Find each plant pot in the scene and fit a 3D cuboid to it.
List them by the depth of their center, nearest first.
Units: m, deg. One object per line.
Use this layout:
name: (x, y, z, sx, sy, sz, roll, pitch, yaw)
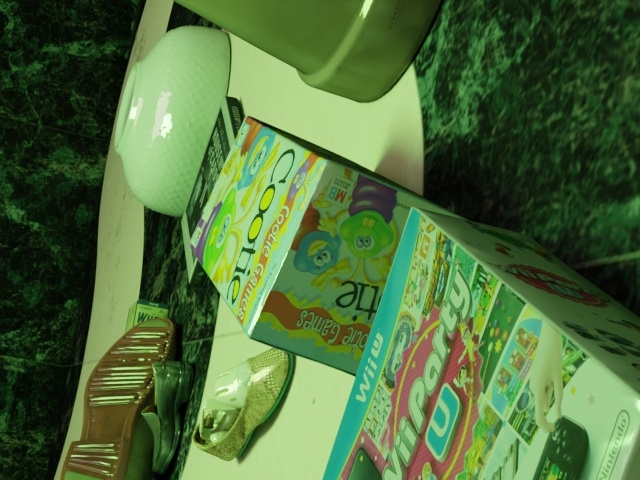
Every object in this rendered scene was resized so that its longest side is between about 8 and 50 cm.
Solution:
plant pot: (-0.045, -0.322, 1.070, 0.323, 0.280, 0.323, -169, 90, -72)

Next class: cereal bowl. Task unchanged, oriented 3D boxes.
cereal bowl: (-0.273, -0.218, 1.905, 0.339, 0.141, 0.339, -167, 90, -72)

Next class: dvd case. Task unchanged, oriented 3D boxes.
dvd case: (-0.161, -0.076, 1.654, 0.179, 0.029, 0.239, -108, 34, -56)

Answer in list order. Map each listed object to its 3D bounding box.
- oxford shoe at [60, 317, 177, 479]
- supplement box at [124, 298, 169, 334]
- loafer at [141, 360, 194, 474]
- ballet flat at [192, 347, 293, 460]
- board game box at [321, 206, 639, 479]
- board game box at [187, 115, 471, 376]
oxford shoe: (-0.293, 0.278, 1.676, 0.130, 0.123, 0.348, 64, -146, -43)
supplement box: (-0.302, 0.153, 1.878, 0.083, 0.056, 0.083, 143, 136, -64)
loafer: (-0.234, 0.257, 1.599, 0.062, 0.061, 0.170, -174, 96, -71)
ballet flat: (-0.095, 0.184, 1.221, 0.073, 0.067, 0.206, -94, 25, -44)
board game box: (0.106, 0.133, 0.613, 0.303, 0.097, 0.224, -129, 54, -68)
board game box: (0.000, 0.000, 0.914, 0.142, 0.144, 0.275, -66, 20, 6)
